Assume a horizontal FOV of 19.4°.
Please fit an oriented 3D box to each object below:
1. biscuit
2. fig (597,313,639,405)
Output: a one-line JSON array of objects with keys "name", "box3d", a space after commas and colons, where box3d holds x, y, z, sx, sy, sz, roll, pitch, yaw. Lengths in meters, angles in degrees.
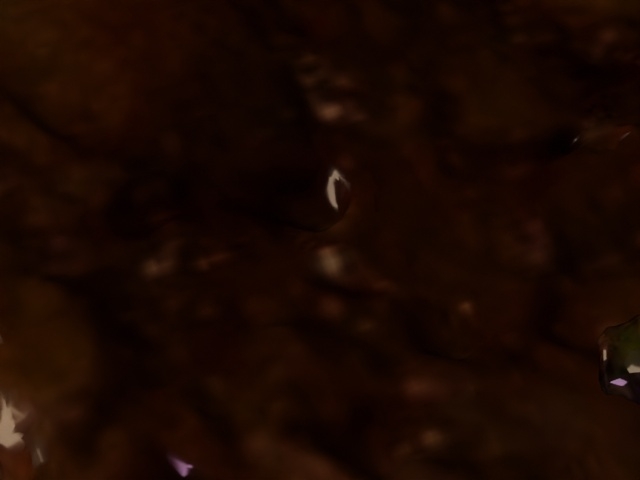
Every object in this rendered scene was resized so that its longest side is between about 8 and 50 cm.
[{"name": "biscuit", "box3d": [0.000, 0.000, 0.754, 0.166, 0.342, 0.395, 96, 154, -49]}, {"name": "fig", "box3d": [0.193, 0.061, 0.524, 0.203, 0.235, 0.203, -19, 68, 55]}]
